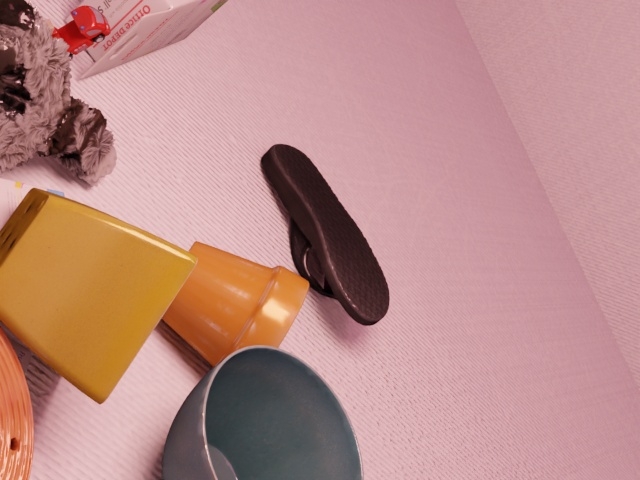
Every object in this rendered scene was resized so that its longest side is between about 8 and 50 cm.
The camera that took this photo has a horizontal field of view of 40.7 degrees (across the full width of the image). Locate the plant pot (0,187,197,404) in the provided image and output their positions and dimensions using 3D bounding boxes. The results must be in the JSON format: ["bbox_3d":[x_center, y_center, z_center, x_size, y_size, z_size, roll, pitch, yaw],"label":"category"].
[{"bbox_3d":[-0.317,0.047,1.089,0.187,0.212,0.212,36,81,-27],"label":"plant pot"}]

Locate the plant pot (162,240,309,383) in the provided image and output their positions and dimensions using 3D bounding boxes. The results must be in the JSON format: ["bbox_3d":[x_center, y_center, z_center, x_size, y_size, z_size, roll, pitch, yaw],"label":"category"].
[{"bbox_3d":[-0.151,0.102,1.355,0.188,0.205,0.205,33,38,-7],"label":"plant pot"}]

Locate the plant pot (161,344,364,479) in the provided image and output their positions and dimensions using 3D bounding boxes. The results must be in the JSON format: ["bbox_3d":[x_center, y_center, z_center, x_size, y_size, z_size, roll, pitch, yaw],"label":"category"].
[{"bbox_3d":[-0.109,0.318,1.207,0.290,0.195,0.290,32,41,-33],"label":"plant pot"}]

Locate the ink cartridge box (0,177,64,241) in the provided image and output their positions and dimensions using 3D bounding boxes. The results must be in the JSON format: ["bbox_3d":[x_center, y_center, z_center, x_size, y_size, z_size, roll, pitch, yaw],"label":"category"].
[{"bbox_3d":[-0.432,-0.022,1.180,0.143,0.090,0.092,14,52,-44],"label":"ink cartridge box"}]

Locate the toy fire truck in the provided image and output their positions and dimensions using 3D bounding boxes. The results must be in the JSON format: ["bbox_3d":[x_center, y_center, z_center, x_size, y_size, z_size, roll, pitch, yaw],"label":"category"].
[{"bbox_3d":[-0.441,-0.320,1.371,0.047,0.192,0.135,62,6,6],"label":"toy fire truck"}]

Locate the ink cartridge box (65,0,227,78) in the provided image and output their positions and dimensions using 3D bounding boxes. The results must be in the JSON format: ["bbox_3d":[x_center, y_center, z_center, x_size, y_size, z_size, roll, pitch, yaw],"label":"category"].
[{"bbox_3d":[-0.310,-0.428,1.560,0.119,0.207,0.353,54,33,-7],"label":"ink cartridge box"}]

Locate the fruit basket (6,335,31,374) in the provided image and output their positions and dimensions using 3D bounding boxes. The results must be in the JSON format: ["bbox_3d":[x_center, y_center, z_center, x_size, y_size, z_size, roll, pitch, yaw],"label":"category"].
[{"bbox_3d":[-0.480,0.160,0.908,0.353,0.165,0.327,38,38,-31],"label":"fruit basket"}]

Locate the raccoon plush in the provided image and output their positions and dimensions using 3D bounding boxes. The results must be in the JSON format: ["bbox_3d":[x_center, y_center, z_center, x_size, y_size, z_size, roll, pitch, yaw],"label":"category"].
[{"bbox_3d":[-0.512,-0.208,1.215,0.299,0.446,0.216,24,68,16],"label":"raccoon plush"}]

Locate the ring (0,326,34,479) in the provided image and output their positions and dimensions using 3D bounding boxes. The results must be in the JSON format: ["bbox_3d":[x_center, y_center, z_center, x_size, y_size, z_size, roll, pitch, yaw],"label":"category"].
[{"bbox_3d":[-0.416,0.183,0.859,0.336,0.032,0.336,51,29,-44],"label":"ring"}]

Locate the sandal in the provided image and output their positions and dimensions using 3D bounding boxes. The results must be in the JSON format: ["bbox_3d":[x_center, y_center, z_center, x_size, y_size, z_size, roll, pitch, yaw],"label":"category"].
[{"bbox_3d":[0.001,-0.001,1.713,0.168,0.107,0.445,9,43,-46],"label":"sandal"}]
